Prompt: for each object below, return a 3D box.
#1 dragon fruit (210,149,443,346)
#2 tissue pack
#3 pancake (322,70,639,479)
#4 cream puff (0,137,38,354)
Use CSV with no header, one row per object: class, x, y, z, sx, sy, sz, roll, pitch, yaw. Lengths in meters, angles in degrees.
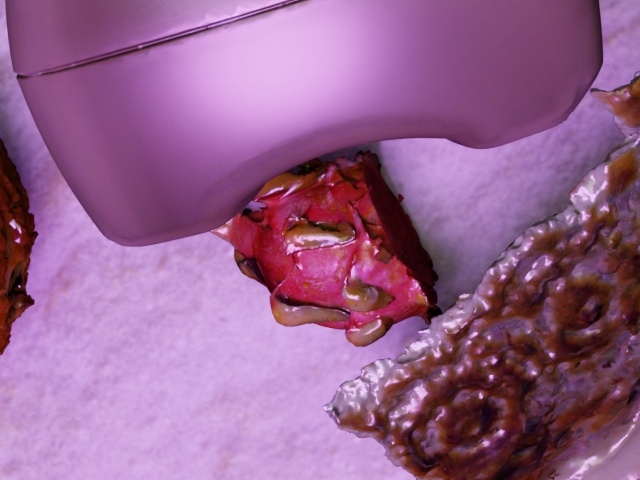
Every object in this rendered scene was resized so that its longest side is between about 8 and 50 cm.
dragon fruit,0.000,0.000,1.213,0.207,0.133,0.150,18,73,23
tissue pack,-0.016,-0.180,1.107,0.387,0.267,0.277,-17,109,9
pancake,0.206,0.069,1.132,0.305,0.067,0.427,28,111,-34
cream puff,-0.349,0.002,1.223,0.303,0.212,0.303,0,90,16
